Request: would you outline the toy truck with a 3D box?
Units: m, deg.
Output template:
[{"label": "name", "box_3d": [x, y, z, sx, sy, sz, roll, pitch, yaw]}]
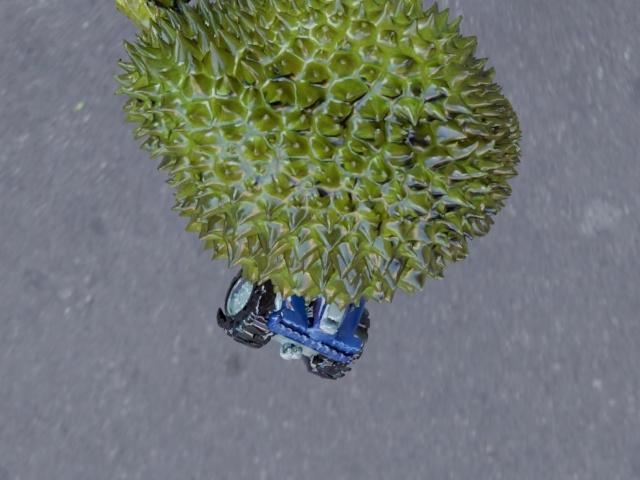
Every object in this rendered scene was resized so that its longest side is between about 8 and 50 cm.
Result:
[{"label": "toy truck", "box_3d": [0.000, 0.000, 1.417, 0.113, 0.208, 0.126, 25, 145, -27]}]

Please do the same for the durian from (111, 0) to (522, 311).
[{"label": "durian", "box_3d": [0.000, -0.046, 0.754, 0.198, 0.159, 0.146, 29, 83, -45]}]
